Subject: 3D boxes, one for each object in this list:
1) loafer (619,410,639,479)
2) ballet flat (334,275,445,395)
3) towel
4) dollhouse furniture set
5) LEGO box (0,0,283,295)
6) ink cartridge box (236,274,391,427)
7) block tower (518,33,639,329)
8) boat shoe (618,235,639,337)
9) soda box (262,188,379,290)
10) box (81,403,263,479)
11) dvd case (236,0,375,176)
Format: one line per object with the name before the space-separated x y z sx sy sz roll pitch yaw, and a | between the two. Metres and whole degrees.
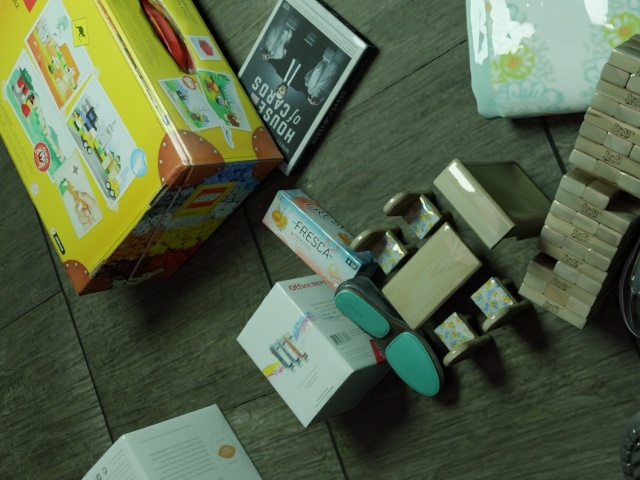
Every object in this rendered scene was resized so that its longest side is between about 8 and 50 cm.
loafer | 0.486 0.319 0.942 0.366 0.130 0.133 47 147 20
ballet flat | 0.105 0.125 1.214 0.203 0.074 0.074 45 120 0
towel | 0.324 -0.340 1.007 0.321 0.090 0.374 -2 94 37
dollhouse furniture set | 0.164 0.017 1.111 0.212 0.161 0.242 52 121 20
LEGO box | -0.340 -0.222 1.416 0.372 0.193 0.500 -42 71 37
ink cartridge box | -0.006 0.155 1.268 0.176 0.128 0.127 49 120 23
block tower | 0.327 -0.067 0.977 0.097 0.091 0.335 31 128 24
boat shoe | 0.383 0.033 0.961 0.080 0.076 0.228 15 128 13
soda box | 0.000 0.000 1.292 0.183 0.058 0.063 43 117 24
box | -0.192 0.467 1.381 0.168 0.215 0.345 -47 67 30
dvd case | -0.041 -0.244 1.317 0.179 0.030 0.238 46 118 24
